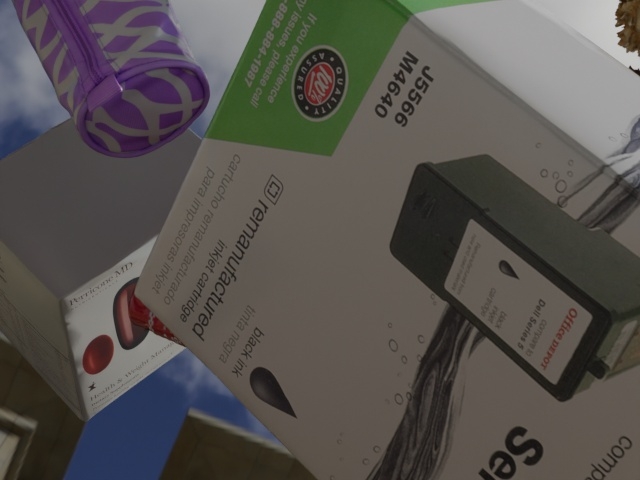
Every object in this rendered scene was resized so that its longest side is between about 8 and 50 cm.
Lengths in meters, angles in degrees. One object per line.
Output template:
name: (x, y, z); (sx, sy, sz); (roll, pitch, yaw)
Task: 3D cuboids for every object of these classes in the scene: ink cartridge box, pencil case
ink cartridge box: (0.076, 0.025, 0.479); (0.273, 0.115, 0.198); (42, -57, 21)
pencil case: (-0.141, -0.145, 0.663); (0.086, 0.088, 0.206); (-36, -114, 6)

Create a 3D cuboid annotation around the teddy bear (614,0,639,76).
teddy bear: (0.333, -0.182, 0.956); (0.113, 0.338, 0.245); (36, -70, 32)

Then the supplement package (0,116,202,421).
supplement package: (-0.185, 0.012, 1.000); (0.194, 0.203, 0.149); (-37, -116, -26)

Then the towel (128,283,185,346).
towel: (0.000, 0.000, 0.730); (0.031, 0.275, 0.198); (48, -112, -36)
